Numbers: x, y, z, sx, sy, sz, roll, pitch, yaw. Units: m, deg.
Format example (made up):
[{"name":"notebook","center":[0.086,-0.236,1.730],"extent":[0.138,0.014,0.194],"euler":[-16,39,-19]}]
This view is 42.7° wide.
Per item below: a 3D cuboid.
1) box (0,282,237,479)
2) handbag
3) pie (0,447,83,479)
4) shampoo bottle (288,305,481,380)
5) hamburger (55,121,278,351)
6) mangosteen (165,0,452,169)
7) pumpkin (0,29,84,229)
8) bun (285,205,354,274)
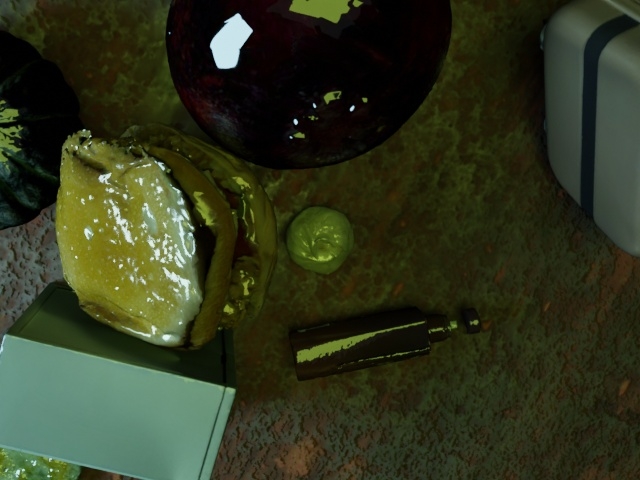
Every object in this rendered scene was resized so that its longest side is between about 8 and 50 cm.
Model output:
[{"name":"box","center":[-0.217,0.151,0.886],"extent":[0.225,0.225,0.117],"euler":[16,97,-10]},{"name":"handbag","center":[0.340,-0.156,0.914],"extent":[0.149,0.283,0.301],"euler":[-28,141,-3]},{"name":"pie","center":[-0.373,0.247,0.971],"extent":[0.187,0.041,0.186],"euler":[-1,100,-8]},{"name":"shampoo bottle","center":[0.081,0.122,1.012],"extent":[0.236,0.068,0.067],"euler":[-10,101,-5]},{"name":"hamburger","center":[-0.156,-0.007,0.840],"extent":[0.163,0.244,0.244],"euler":[-26,107,-49]},{"name":"mangosteen","center":[-0.014,-0.221,0.841],"extent":[0.297,0.293,0.297],"euler":[-4,131,-5]},{"name":"pumpkin","center":[-0.361,-0.114,0.854],"extent":[0.221,0.162,0.220],"euler":[-1,96,-13]},{"name":"bun","center":[0.000,0.000,0.983],"extent":[0.086,0.055,0.086],"euler":[-1,100,-8]}]
